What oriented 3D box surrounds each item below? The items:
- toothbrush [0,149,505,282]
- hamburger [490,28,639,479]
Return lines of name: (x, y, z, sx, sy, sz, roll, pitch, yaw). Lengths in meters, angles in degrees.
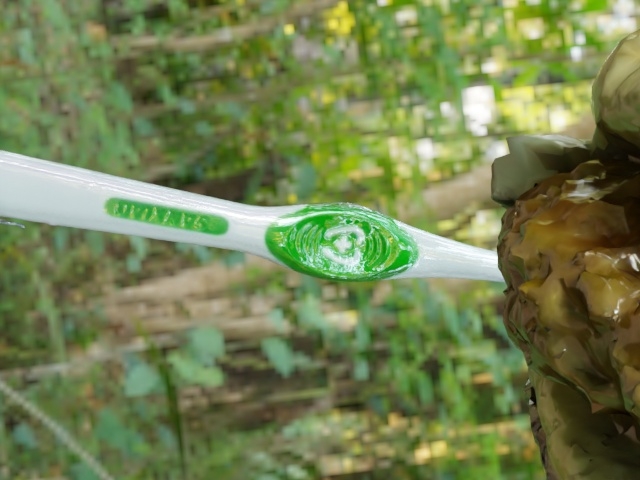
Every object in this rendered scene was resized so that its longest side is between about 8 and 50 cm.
toothbrush: (-0.001, -0.001, 0.933, 0.040, 0.418, 0.042, -121, -138, -79)
hamburger: (0.183, 0.024, 0.380, 0.259, 0.283, 0.144, 38, -58, 57)
